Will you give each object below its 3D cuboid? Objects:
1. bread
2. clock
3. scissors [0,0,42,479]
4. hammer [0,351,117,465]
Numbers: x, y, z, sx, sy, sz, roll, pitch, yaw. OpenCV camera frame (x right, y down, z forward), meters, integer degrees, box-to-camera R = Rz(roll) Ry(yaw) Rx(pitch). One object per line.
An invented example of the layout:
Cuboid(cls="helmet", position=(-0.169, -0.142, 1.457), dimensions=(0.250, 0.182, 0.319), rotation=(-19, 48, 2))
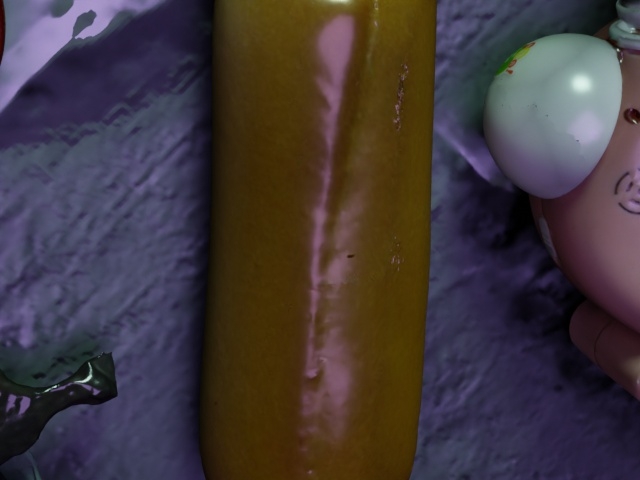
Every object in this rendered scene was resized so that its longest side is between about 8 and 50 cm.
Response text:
Cuboid(cls="bread", position=(0.000, 0.000, 0.571), dimensions=(0.092, 0.074, 0.239), rotation=(-2, 109, -13))
Cuboid(cls="clock", position=(0.160, -0.032, 0.606), dimensions=(0.166, 0.093, 0.162), rotation=(-26, 112, -8))
Cuboid(cls="scissors", position=(-0.168, 0.015, 0.551), dimensions=(0.144, 0.017, 0.247), rotation=(-16, 114, -13))
Cuboid(cls="hammer", position=(-0.168, -0.041, 0.504), dimensions=(0.125, 0.027, 0.297), rotation=(-24, 118, -15))
